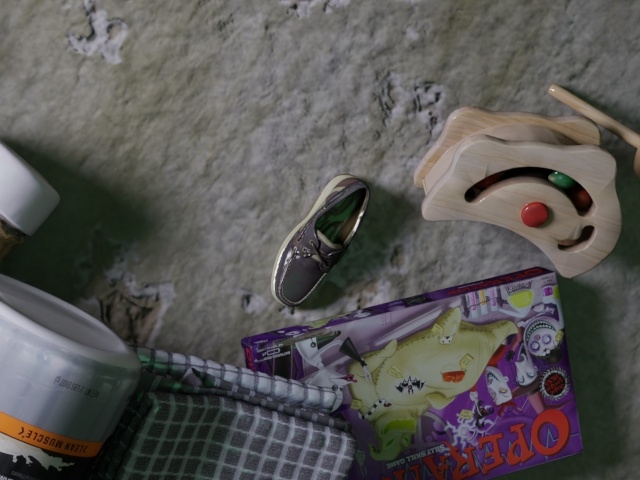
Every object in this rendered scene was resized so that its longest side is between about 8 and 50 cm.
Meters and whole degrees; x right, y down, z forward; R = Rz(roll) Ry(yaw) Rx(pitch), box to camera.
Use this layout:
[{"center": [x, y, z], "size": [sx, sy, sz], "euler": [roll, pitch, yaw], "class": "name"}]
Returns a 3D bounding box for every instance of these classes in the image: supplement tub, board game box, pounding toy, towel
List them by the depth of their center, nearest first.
[{"center": [-0.303, 0.198, 1.156], "size": [0.193, 0.193, 0.316], "euler": [27, 93, -18], "class": "supplement tub"}, {"center": [-0.113, 0.258, 1.269], "size": [0.235, 0.121, 0.284], "euler": [17, 101, -19], "class": "towel"}, {"center": [0.102, 0.165, 1.429], "size": [0.346, 0.056, 0.208], "euler": [-13, 103, -16], "class": "board game box"}, {"center": [0.231, -0.067, 1.434], "size": [0.269, 0.155, 0.154], "euler": [5, 123, -9], "class": "pounding toy"}]

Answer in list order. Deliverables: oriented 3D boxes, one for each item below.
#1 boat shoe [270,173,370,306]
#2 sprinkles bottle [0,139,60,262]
[{"center": [0.000, 0.000, 1.377], "size": [0.056, 0.049, 0.152], "euler": [29, 87, -18], "class": "boat shoe"}, {"center": [-0.394, 0.055, 1.223], "size": [0.121, 0.121, 0.355], "euler": [42, 83, -17], "class": "sprinkles bottle"}]
